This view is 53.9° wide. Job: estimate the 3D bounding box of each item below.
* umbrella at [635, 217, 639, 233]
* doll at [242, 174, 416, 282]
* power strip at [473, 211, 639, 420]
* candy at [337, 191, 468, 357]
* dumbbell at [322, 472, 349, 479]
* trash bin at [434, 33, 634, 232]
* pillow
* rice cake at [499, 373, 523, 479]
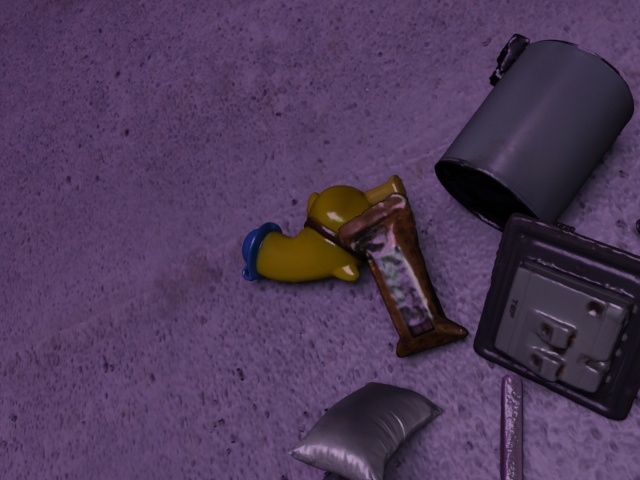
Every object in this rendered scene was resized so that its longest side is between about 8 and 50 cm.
[{"bbox_3d":[0.611,-0.072,0.992,0.235,0.059,0.066,-32,39,6],"label":"umbrella"},{"bbox_3d":[0.000,0.000,1.195,0.362,0.145,0.200,-25,63,20],"label":"doll"},{"bbox_3d":[0.355,0.118,0.932,0.251,0.092,0.257,27,120,38],"label":"power strip"},{"bbox_3d":[0.134,0.064,1.078,0.143,0.101,0.271,-25,85,14],"label":"candy"},{"bbox_3d":[0.135,0.459,0.883,0.406,0.179,0.179,18,75,31],"label":"dumbbell"},{"bbox_3d":[0.356,-0.163,1.060,0.277,0.217,0.263,38,84,8],"label":"trash bin"},{"bbox_3d":[0.079,0.291,0.968,0.144,0.254,0.078,19,109,27],"label":"pillow"},{"bbox_3d":[0.292,0.309,0.961,0.036,0.047,0.207,0,67,18],"label":"rice cake"}]
